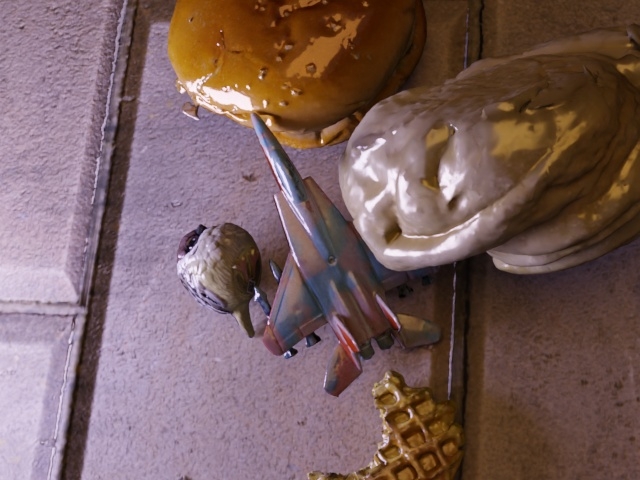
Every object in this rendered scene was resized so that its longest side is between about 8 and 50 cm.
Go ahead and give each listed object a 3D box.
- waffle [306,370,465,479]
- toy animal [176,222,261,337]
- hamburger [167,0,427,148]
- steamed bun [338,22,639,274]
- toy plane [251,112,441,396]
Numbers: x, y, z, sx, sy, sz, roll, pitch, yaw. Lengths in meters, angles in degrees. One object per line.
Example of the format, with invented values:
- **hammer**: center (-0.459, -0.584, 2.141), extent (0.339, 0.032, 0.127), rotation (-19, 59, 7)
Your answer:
- **waffle**: center (0.070, 0.239, 1.497), extent (0.149, 0.051, 0.194), rotation (22, 72, 14)
- **toy animal**: center (-0.117, 0.045, 1.588), extent (0.098, 0.098, 0.137), rotation (-5, 109, 5)
- **hamburger**: center (-0.031, -0.258, 1.659), extent (0.289, 0.170, 0.314), rotation (29, 74, 24)
- **steamed bun**: center (0.223, -0.085, 1.505), extent (0.372, 0.230, 0.324), rotation (-29, 24, -32)
- **toy plane**: center (0.000, 0.002, 1.566), extent (0.222, 0.104, 0.326), rotation (-28, 79, -6)
